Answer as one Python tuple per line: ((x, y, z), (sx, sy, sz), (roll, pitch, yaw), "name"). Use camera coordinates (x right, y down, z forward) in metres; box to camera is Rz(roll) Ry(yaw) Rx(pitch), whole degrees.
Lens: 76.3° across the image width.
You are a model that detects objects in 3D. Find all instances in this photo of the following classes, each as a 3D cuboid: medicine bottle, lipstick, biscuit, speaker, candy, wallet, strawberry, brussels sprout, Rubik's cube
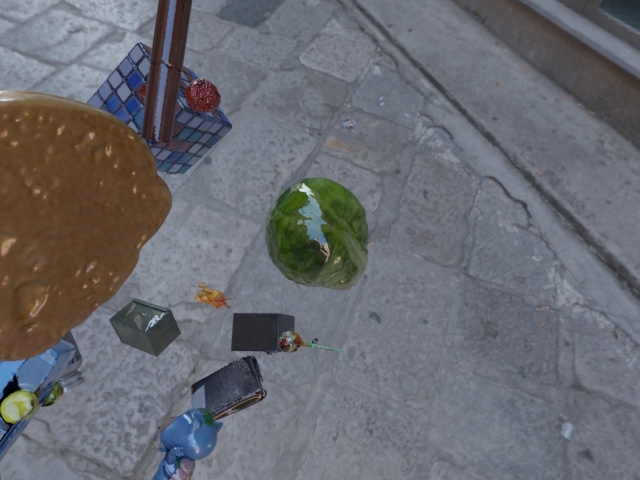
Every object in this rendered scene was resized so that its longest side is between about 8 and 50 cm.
((-0.669, 0.284, 1.021), (0.107, 0.107, 0.191), (-22, 93, -22), "medicine bottle")
((-0.262, -0.351, 0.710), (0.057, 0.356, 0.057), (13, 9, -2), "lipstick")
((-0.360, -0.012, 0.501), (0.057, 0.312, 0.351), (33, 93, 32), "biscuit")
((-0.257, 0.431, 1.886), (0.232, 0.254, 0.184), (-3, 75, 14), "speaker")
((-0.028, 0.404, 1.558), (0.288, 0.078, 0.084), (17, 7, -25), "candy")
((-0.334, 0.542, 1.470), (0.262, 0.071, 0.221), (-21, 25, -11), "wallet")
((-0.280, -0.339, 0.956), (0.083, 0.083, 0.096), (28, 24, 13), "strawberry")
((0.000, 0.000, 0.888), (0.219, 0.271, 0.210), (-52, 29, -13), "brussels sprout")
((-0.540, -0.430, 1.402), (0.287, 0.292, 0.293), (-38, 80, 17), "Rubik's cube")

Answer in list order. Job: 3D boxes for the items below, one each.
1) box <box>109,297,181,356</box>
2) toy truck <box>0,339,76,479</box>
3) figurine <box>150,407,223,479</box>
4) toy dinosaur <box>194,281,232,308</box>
((-0.753, 0.368, 1.755), (0.231, 0.155, 0.149), (11, 37, 26), "box")
((-0.623, 0.341, 0.733), (0.162, 0.161, 0.385), (32, 74, -9), "toy truck")
((-0.287, 0.412, 0.810), (0.144, 0.114, 0.178), (14, 72, 42), "figurine")
((-0.382, 0.214, 1.486), (0.117, 0.288, 0.070), (30, 77, -31), "toy dinosaur")
